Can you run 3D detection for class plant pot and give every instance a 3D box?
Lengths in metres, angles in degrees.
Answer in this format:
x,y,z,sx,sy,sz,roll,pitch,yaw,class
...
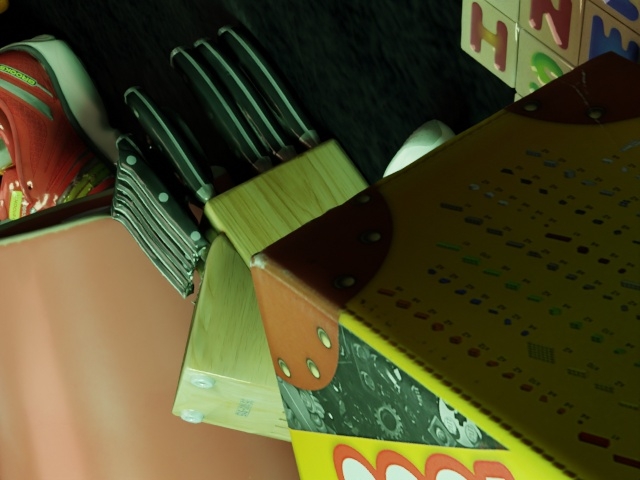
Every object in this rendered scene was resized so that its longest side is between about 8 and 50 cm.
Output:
x,y,z,sx,sy,sz,roll,pitch,yaw,class
-0.127,0.089,1.093,0.275,0.275,0.243,1,110,65,plant pot

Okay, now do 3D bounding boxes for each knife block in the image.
x,y,z,sx,sy,sz,roll,pitch,yaw,class
0.000,0.000,0.945,0.276,0.242,0.088,14,155,-5,knife block

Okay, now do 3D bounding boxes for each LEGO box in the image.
x,y,z,sx,sy,sz,roll,pitch,yaw,class
0.218,0.205,0.537,0.500,0.193,0.372,35,146,45,LEGO box

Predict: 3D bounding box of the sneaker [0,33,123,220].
x,y,z,sx,sy,sz,roll,pitch,yaw,class
-0.206,-0.033,1.270,0.279,0.118,0.107,57,158,10,sneaker

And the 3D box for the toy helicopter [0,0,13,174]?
x,y,z,sx,sy,sz,roll,pitch,yaw,class
-0.347,-0.161,1.460,0.235,0.140,0.355,59,170,-19,toy helicopter

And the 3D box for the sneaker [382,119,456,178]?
x,y,z,sx,sy,sz,roll,pitch,yaw,class
0.070,-0.003,0.816,0.061,0.054,0.152,34,153,31,sneaker

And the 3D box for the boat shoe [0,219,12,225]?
x,y,z,sx,sy,sz,roll,pitch,yaw,class
-0.197,0.070,1.426,0.118,0.103,0.320,16,140,34,boat shoe

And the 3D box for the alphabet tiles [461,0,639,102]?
x,y,z,sx,sy,sz,roll,pitch,yaw,class
0.138,-0.067,0.640,0.237,0.009,0.198,44,153,35,alphabet tiles
